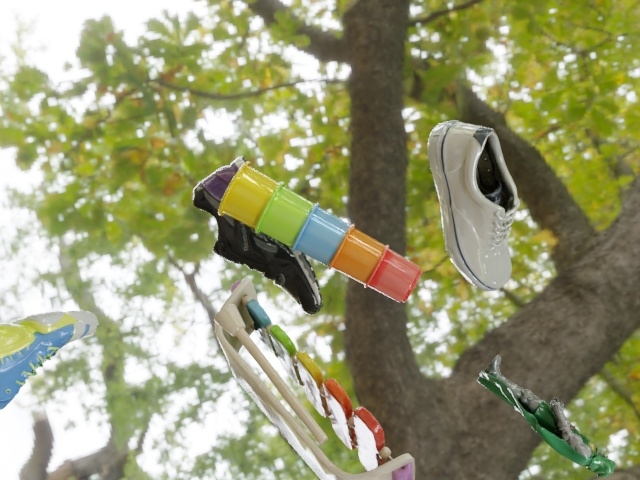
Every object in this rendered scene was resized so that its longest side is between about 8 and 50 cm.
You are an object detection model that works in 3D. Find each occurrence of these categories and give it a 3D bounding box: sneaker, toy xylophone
[{"bbox_3d":[-0.106,0.014,1.599,0.283,0.124,0.107,58,-5,2],"label":"sneaker"},{"bbox_3d":[0.214,-0.036,1.286,0.091,0.094,0.258,13,-44,47],"label":"sneaker"},{"bbox_3d":[-0.019,0.176,1.131,0.322,0.081,0.236,48,-15,18],"label":"toy xylophone"},{"bbox_3d":[-0.427,0.172,1.382,0.091,0.240,0.126,-20,-101,62],"label":"sneaker"}]

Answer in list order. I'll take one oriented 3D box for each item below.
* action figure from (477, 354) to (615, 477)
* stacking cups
[{"bbox_3d":[0.337,0.263,1.446,0.232,0.063,0.137,42,4,14],"label":"action figure"},{"bbox_3d":[0.000,0.000,1.485,0.316,0.096,0.096,31,-33,4],"label":"stacking cups"}]
